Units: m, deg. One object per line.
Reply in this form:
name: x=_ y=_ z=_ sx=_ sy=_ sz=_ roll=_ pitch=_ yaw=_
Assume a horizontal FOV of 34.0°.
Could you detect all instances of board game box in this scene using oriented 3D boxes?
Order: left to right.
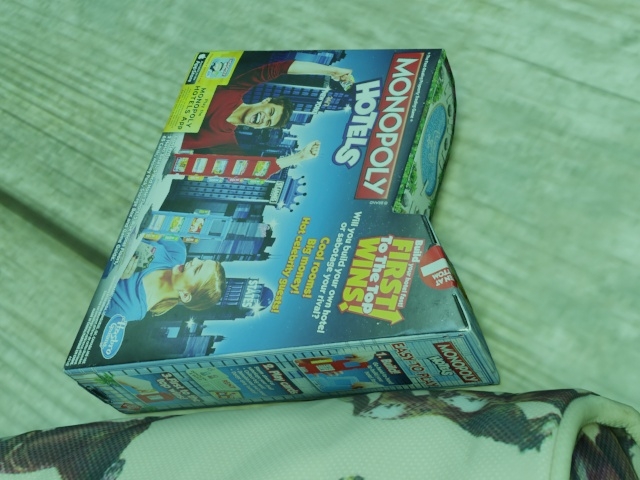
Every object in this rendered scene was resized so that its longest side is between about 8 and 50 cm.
board game box: x=0.000 y=0.000 z=0.510 sx=0.194 sy=0.060 sz=0.194 roll=6 pitch=63 yaw=27

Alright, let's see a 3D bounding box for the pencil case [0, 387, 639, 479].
pencil case: x=-0.080 y=0.157 z=0.387 sx=0.411 sy=0.160 sz=0.183 roll=-9 pitch=43 yaw=20
